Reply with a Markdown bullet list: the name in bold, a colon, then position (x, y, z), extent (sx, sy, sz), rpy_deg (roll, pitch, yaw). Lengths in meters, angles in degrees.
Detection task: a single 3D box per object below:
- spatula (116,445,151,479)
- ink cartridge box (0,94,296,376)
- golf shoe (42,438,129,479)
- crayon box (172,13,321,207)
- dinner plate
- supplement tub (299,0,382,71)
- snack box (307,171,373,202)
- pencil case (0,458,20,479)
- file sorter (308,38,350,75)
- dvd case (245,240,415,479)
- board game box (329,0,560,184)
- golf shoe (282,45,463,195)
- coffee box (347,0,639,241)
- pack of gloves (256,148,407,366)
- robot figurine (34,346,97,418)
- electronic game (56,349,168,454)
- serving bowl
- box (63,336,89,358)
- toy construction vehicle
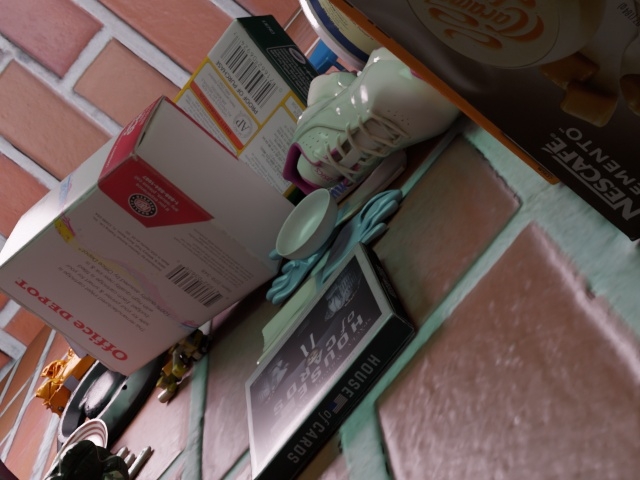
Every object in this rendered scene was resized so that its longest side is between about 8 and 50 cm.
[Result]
- **spatula**: position (-0.286, 0.339, 1.581), extent (0.242, 0.019, 0.168), rpy_deg (-56, 12, -18)
- **ink cartridge box**: position (-0.214, 0.002, 1.626), extent (0.306, 0.226, 0.131), rpy_deg (-33, 27, 37)
- **golf shoe**: position (-0.313, 0.345, 1.482), extent (0.273, 0.105, 0.120), rpy_deg (-51, 7, -23)
- **crayon box**: position (-0.112, -0.102, 1.717), extent (0.323, 0.203, 0.083), rpy_deg (-47, -16, 33)
- **dinner plate**: position (-0.314, 0.297, 1.750), extent (0.141, 0.017, 0.141), rpy_deg (-38, 34, 31)
- **supplement tub**: position (0.138, -0.329, 1.398), extent (0.325, 0.235, 0.235), rpy_deg (-35, 21, 55)
- **snack box**: position (0.033, -0.078, 1.577), extent (0.178, 0.022, 0.064), rpy_deg (-40, 16, 46)
- **pencil case**: position (-0.218, 0.250, 0.938), extent (0.124, 0.284, 0.124), rpy_deg (-32, 17, 11)
- **file sorter**: position (0.047, -0.224, 1.752), extent (0.118, 0.104, 0.170), rpy_deg (-38, 19, 48)
- **dvd case**: position (0.001, 0.102, 1.163), extent (0.179, 0.030, 0.238), rpy_deg (-51, 11, 7)
- **board game box**: position (0.190, -0.326, 0.895), extent (0.356, 0.356, 0.356), rpy_deg (-34, 23, 57)
- **golf shoe**: position (0.051, -0.112, 1.391), extent (0.140, 0.115, 0.306), rpy_deg (-60, 15, -14)
- **coffee box**: position (0.146, -0.130, 0.758), extent (0.141, 0.246, 0.098), rpy_deg (-34, 21, 54)
- **pack of gloves**: position (0.000, 0.000, 1.424), extent (0.232, 0.046, 0.195), rpy_deg (-48, 12, 20)
- **robot figurine**: position (-0.339, 0.146, 2.175), extent (0.291, 0.085, 0.211), rpy_deg (-51, 13, 5)
- **electronic game**: position (-0.290, 0.214, 1.881), extent (0.229, 0.048, 0.229), rpy_deg (-43, 22, 22)
- **serving bowl**: position (-0.009, -0.012, 1.393), extent (0.083, 0.027, 0.083), rpy_deg (-41, 26, 26)
- **box**: position (-0.291, 0.028, 2.000), extent (0.262, 0.126, 0.231), rpy_deg (-33, 21, -6)
- **toy construction vehicle**: position (-0.176, 0.148, 1.677), extent (0.086, 0.035, 0.098), rpy_deg (-43, 15, 39)
